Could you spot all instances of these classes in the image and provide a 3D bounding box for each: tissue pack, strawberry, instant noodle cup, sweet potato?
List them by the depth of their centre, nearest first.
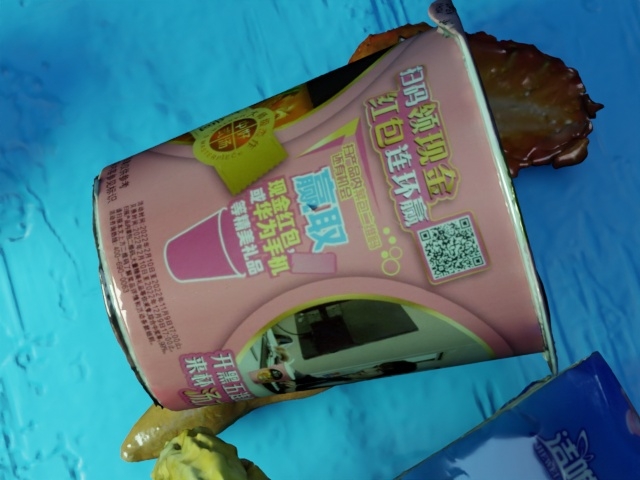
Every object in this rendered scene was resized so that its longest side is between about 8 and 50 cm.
[{"bbox_3d":[0.000,0.000,0.931,0.255,0.244,0.244,-15,78,5],"label":"instant noodle cup"},{"bbox_3d":[0.167,0.232,0.953,0.209,0.137,0.270,-29,79,-10],"label":"tissue pack"},{"bbox_3d":[-0.050,0.095,1.019,0.202,0.055,0.058,-25,102,-9],"label":"sweet potato"},{"bbox_3d":[0.100,-0.093,1.063,0.188,0.082,0.121,5,103,-13],"label":"strawberry"}]

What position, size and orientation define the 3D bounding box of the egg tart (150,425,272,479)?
[{"bbox_3d":[-0.035,0.279,0.830,0.153,0.339,0.351,-27,43,-14],"label":"egg tart"}]
